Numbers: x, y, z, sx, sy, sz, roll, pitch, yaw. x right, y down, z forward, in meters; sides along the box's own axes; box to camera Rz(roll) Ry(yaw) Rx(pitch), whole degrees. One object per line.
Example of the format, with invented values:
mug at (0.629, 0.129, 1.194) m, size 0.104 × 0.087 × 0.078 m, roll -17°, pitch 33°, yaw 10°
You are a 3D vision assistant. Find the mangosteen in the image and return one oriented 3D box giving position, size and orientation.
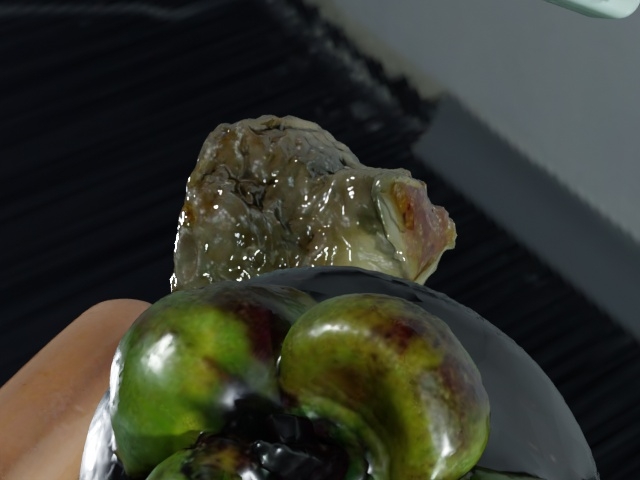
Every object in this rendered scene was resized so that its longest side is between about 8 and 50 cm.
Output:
mangosteen at (0.009, 0.109, 0.751) m, size 0.243 × 0.243 × 0.243 m, roll 34°, pitch 136°, yaw 40°

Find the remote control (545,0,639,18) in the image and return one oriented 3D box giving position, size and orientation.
remote control at (0.117, -0.239, 1.193) m, size 0.056 × 0.296 × 0.140 m, roll 6°, pitch 86°, yaw 45°

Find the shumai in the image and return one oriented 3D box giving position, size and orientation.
shumai at (0.000, 0.000, 1.334) m, size 0.175 × 0.206 × 0.166 m, roll 12°, pitch 125°, yaw 29°

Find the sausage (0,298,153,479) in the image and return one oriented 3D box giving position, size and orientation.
sausage at (-0.190, 0.131, 1.290) m, size 0.086 × 0.289 × 0.086 m, roll 14°, pitch 123°, yaw 22°
